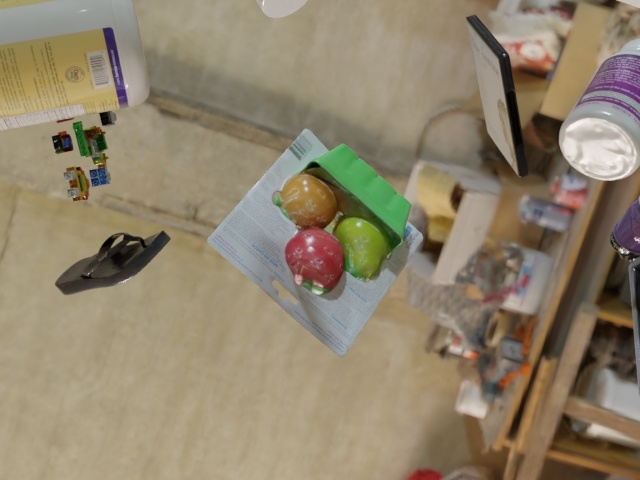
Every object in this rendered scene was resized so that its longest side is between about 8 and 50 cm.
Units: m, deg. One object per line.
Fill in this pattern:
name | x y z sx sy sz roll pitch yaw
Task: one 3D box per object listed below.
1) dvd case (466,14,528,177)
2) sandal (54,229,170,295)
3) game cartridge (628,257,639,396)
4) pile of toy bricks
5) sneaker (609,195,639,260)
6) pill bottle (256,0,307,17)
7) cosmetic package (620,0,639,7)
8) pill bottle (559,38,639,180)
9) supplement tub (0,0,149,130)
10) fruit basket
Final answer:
dvd case | 0.317 -0.258 1.694 0.180 0.022 0.253 -107 -1 -54
sandal | -0.343 0.033 1.500 0.255 0.054 0.097 -18 26 35
game cartridge | 0.559 0.188 1.445 0.068 0.230 0.355 -34 26 35
pile of toy bricks | -0.416 -0.183 1.711 0.105 0.118 0.212 -37 -64 -82
sneaker | 0.549 -0.040 1.477 0.107 0.283 0.124 59 136 23
pill bottle | -0.088 -0.411 1.325 0.193 0.108 0.108 61 154 21
cosmetic package | 0.755 -0.633 2.077 0.224 0.138 0.224 -45 32 5
pill bottle | 0.606 -0.271 1.885 0.301 0.169 0.169 -52 -7 -33
supplement tub | -0.432 -0.286 1.369 0.241 0.331 0.241 168 90 -80
fruit basket | 0.000 0.000 1.790 0.353 0.327 0.165 -52 6 -31
